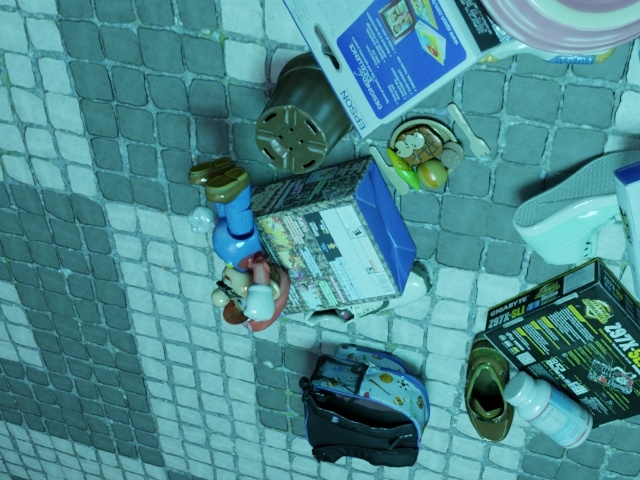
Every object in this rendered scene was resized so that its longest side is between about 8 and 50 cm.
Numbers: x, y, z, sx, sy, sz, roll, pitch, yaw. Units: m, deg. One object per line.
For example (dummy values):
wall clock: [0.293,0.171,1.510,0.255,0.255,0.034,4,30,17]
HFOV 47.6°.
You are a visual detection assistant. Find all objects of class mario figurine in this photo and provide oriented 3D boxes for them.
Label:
mario figurine: [-0.161,0.032,1.266,0.170,0.198,0.320,-7,119,12]

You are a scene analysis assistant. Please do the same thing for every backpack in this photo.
backpack: [0.107,0.374,1.597,0.263,0.213,0.276,15,137,22]

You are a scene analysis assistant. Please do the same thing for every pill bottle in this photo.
pill bottle: [0.437,0.325,1.403,0.160,0.087,0.087,36,131,-7]

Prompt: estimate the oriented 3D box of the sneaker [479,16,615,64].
sneaker: [0.278,-0.331,1.056,0.296,0.112,0.131,2,117,11]

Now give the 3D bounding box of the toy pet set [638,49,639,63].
toy pet set: [0.515,-0.284,1.026,0.122,0.065,0.114,39,94,-13]

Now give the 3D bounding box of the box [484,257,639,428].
box: [0.514,0.213,1.391,0.322,0.079,0.257,44,128,-14]

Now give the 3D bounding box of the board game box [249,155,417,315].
board game box: [0.000,0.000,1.390,0.291,0.141,0.232,-11,121,29]

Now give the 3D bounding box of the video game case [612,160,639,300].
video game case: [0.603,-0.040,1.106,0.269,0.061,0.244,-19,119,8]

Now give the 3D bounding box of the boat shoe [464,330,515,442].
boat shoe: [0.348,0.335,1.534,0.111,0.104,0.307,1,126,22]

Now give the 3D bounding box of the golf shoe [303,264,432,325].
golf shoe: [0.093,0.121,1.464,0.273,0.120,0.105,-13,119,28]

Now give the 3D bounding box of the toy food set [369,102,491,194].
toy food set: [0.182,-0.149,1.267,0.192,0.038,0.132,-26,113,36]

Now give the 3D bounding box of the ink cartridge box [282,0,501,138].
ink cartridge box: [0.081,-0.339,1.054,0.303,0.072,0.307,61,153,-2]

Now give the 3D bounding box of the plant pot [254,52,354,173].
plant pot: [-0.023,-0.207,1.223,0.167,0.165,0.167,11,129,13]

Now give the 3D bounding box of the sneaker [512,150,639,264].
sneaker: [0.464,-0.048,1.211,0.256,0.094,0.151,-26,135,22]

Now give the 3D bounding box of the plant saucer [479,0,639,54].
plant saucer: [0.343,-0.394,0.898,0.332,0.084,0.332,-1,114,-2]
